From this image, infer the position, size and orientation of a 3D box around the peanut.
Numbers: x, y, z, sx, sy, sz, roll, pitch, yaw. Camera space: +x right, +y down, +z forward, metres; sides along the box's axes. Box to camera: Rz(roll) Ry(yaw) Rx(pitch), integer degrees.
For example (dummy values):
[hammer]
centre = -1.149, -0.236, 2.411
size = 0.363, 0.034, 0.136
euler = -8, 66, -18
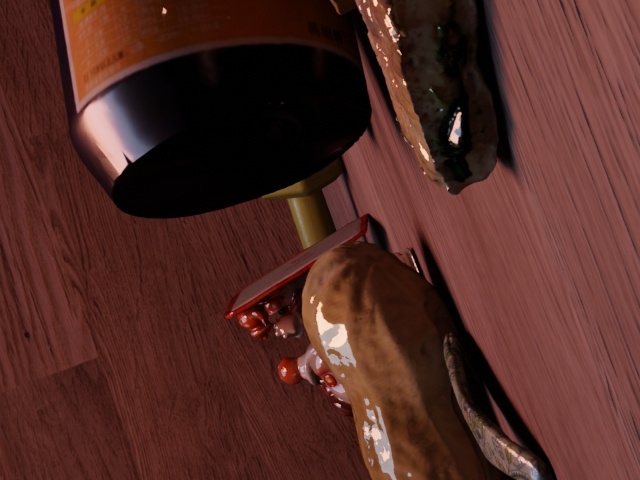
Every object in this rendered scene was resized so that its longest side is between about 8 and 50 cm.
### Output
[peanut]
centre = 0.080, 0.135, 1.377
size = 0.130, 0.130, 0.290
euler = 173, 74, -87

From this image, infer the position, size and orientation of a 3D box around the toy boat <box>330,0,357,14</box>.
[toy boat]
centre = 0.005, -0.226, 0.974
size = 0.077, 0.057, 0.200
euler = 58, 169, 43

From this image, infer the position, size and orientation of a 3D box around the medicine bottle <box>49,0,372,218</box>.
[medicine bottle]
centre = -0.112, -0.237, 1.250
size = 0.242, 0.242, 0.395
euler = 82, 173, -75

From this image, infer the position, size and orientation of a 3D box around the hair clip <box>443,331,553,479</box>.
[hair clip]
centre = 0.133, 0.138, 1.234
size = 0.066, 0.036, 0.229
euler = 64, 179, -24

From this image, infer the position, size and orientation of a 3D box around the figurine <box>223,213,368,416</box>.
[figurine]
centre = 0.033, 0.118, 1.750
size = 0.226, 0.183, 0.160
euler = 58, -173, -7

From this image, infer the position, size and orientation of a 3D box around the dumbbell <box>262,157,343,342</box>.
[dumbbell]
centre = 0.000, 0.000, 1.917
size = 0.108, 0.121, 0.302
euler = 12, 128, 51

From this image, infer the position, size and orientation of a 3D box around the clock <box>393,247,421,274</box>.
[clock]
centre = 0.079, 0.101, 1.555
size = 0.192, 0.071, 0.147
euler = 85, 164, -77

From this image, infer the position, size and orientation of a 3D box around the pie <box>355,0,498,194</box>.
[pie]
centre = 0.043, -0.141, 0.881
size = 0.218, 0.052, 0.185
euler = 70, 176, -46
